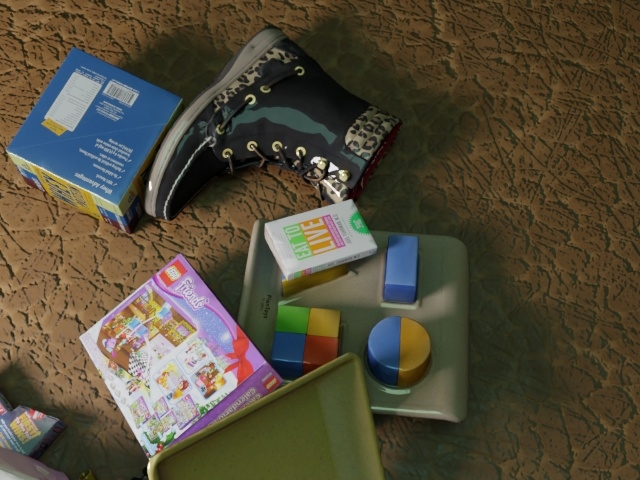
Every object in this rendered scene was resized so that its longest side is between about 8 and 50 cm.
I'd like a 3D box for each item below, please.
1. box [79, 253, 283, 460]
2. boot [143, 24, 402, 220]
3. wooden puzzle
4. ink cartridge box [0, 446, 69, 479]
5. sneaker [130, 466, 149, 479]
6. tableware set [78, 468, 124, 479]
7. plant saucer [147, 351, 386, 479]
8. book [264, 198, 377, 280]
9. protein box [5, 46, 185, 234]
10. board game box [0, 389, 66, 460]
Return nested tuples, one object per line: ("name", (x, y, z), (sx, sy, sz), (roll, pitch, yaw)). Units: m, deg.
("box", (-0.205, 0.168, 1.427), (0.201, 0.057, 0.293), (-40, 44, -5))
("boot", (-0.073, -0.135, 1.585), (0.284, 0.138, 0.377), (33, 68, 9))
("wooden puzzle", (0.055, 0.099, 1.488), (0.347, 0.080, 0.322), (7, 53, -1))
("ink cartridge box", (-0.447, 0.403, 1.327), (0.168, 0.171, 0.233), (31, 78, -26))
("sneaker", (-0.259, 0.414, 1.420), (0.292, 0.110, 0.118), (-44, 94, -13))
("tableware set", (-0.322, 0.364, 1.406), (0.104, 0.154, 0.024), (-41, 110, -12))
("plant saucer", (-0.066, 0.349, 1.335), (0.332, 0.081, 0.333), (-24, 112, -32))
("book", (0.000, 0.000, 1.504), (0.144, 0.035, 0.096), (-17, 57, -16))
("protein box", (-0.343, -0.155, 1.577), (0.199, 0.136, 0.201), (26, 73, 6))
("board game box", (-0.485, 0.287, 1.467), (0.194, 0.060, 0.194), (-35, 76, -13))
